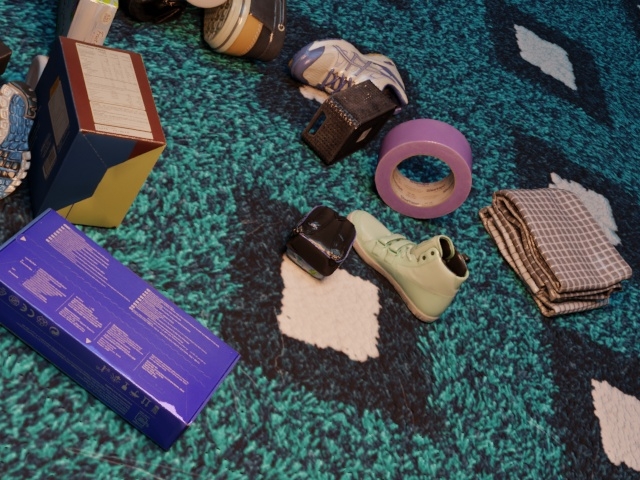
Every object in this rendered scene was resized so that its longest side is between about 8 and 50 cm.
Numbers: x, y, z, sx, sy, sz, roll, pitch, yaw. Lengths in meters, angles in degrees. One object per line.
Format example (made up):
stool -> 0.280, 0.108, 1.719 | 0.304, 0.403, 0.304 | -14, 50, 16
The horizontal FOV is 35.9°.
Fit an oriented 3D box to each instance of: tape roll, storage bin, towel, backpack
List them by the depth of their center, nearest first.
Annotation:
backpack -> 0.000, 0.000, 1.720 | 0.105, 0.084, 0.114 | 37, 42, -2
tape roll -> 0.203, -0.140, 1.943 | 0.189, 0.189, 0.080 | 28, 38, -13
storage bin -> 0.058, -0.237, 1.980 | 0.084, 0.122, 0.180 | 46, 38, 10
towel -> 0.497, 0.014, 2.080 | 0.235, 0.121, 0.283 | -3, 54, -40

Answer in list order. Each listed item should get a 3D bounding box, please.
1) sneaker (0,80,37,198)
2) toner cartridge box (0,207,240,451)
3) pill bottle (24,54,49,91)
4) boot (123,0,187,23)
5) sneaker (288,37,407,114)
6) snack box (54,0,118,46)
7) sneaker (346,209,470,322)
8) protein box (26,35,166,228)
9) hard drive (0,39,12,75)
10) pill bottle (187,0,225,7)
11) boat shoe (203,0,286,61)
sneaker -> -0.478, -0.142, 1.498 | 0.071, 0.083, 0.190 | 20, 64, -26
toner cartridge box -> -0.295, 0.119, 1.368 | 0.348, 0.075, 0.165 | 38, 36, -1
pill bottle -> -0.396, -0.242, 1.639 | 0.169, 0.094, 0.094 | 10, 45, -31
boot -> -0.394, -0.527, 1.933 | 0.247, 0.094, 0.207 | 6, 44, -43
sneaker -> 0.072, -0.343, 2.109 | 0.297, 0.112, 0.131 | 1, 51, -37
snack box -> -0.411, -0.411, 1.735 | 0.070, 0.174, 0.207 | 14, 44, -24
sneaker -> 0.164, 0.008, 1.790 | 0.256, 0.151, 0.094 | 48, 40, 15
protein box -> -0.353, -0.161, 1.505 | 0.136, 0.200, 0.201 | 7, 47, -34
hard drive -> -0.687, -0.342, 1.534 | 0.339, 0.064, 0.237 | 39, 37, 0
pill bottle -> -0.243, -0.555, 1.976 | 0.124, 0.124, 0.221 | 17, 23, -25
boat shoe -> -0.145, -0.563, 2.111 | 0.156, 0.187, 0.500 | 23, 45, -27
